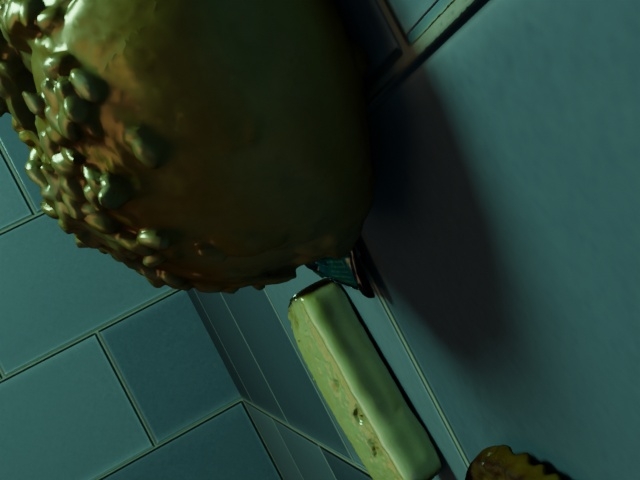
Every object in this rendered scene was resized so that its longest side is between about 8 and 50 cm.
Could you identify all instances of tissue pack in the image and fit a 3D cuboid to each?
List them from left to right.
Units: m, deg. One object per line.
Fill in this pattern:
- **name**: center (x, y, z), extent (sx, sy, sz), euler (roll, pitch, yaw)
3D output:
- **tissue pack**: center (0.000, 0.000, 0.698), extent (0.085, 0.028, 0.138), euler (65, 163, -10)

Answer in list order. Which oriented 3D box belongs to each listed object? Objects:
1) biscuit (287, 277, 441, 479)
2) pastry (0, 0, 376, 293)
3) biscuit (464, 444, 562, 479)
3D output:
- **biscuit**: center (0.035, 0.122, 0.751), extent (0.188, 0.052, 0.056), euler (59, 150, 12)
- **pastry**: center (-0.107, -0.107, 0.540), extent (0.316, 0.184, 0.284), euler (56, 164, 29)
- **biscuit**: center (0.144, 0.200, 0.533), extent (0.176, 0.031, 0.228), euler (62, 165, -1)
